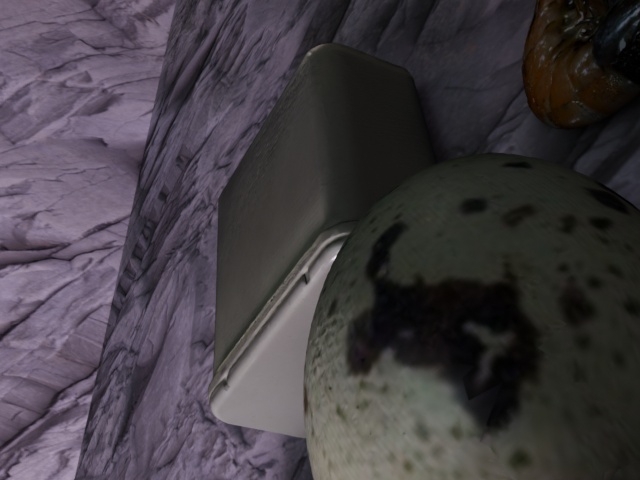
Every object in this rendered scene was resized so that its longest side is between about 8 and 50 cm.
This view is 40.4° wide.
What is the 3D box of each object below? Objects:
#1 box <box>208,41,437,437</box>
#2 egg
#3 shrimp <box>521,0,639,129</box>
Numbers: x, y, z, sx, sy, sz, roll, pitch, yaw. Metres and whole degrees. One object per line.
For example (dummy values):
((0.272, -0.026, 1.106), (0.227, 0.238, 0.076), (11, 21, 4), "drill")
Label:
((0.000, 0.000, 1.048), (0.352, 0.178, 0.343), (-53, 32, 41), "box")
((0.132, 0.100, 0.590), (0.287, 0.288, 0.379), (-58, 15, 33), "egg")
((0.268, -0.228, 0.745), (0.290, 0.054, 0.222), (143, 136, -59), "shrimp")
